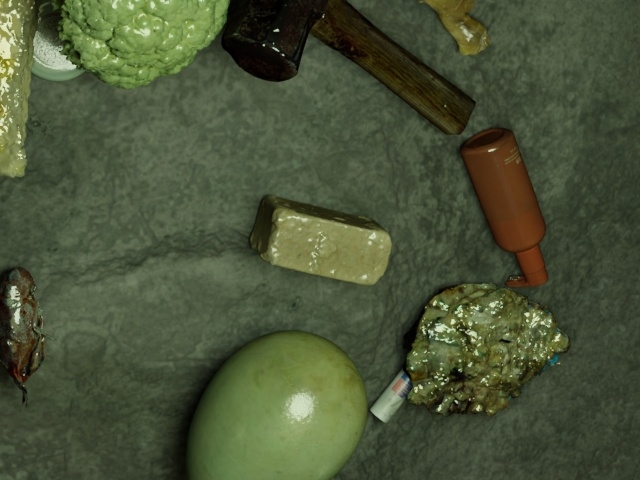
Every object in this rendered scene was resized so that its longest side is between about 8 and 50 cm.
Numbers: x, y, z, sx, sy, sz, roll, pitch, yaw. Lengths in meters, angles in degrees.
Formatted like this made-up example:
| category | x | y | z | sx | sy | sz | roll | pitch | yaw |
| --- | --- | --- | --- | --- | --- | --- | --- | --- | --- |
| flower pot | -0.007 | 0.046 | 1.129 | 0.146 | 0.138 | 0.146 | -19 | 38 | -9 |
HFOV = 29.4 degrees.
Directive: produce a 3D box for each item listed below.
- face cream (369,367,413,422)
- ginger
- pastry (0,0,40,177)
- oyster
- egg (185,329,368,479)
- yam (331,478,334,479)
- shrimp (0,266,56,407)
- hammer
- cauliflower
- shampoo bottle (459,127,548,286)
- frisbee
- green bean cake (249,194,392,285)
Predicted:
| category | x | y | z | sx | sy | sz | roll | pitch | yaw |
| --- | --- | --- | --- | --- | --- | --- | --- | --- | --- |
| face cream | 0.126 | 0.213 | 1.829 | 0.034 | 0.034 | 0.130 | 39 | 90 | -21 |
| ginger | 0.193 | -0.338 | 1.694 | 0.096 | 0.067 | 0.165 | -44 | 124 | -2 |
| pastry | -0.409 | -0.204 | 1.531 | 0.121 | 0.089 | 0.259 | 5 | 105 | 10 |
| oyster | 0.247 | 0.163 | 1.813 | 0.259 | 0.092 | 0.198 | -1 | 97 | -26 |
| egg | -0.069 | 0.258 | 1.688 | 0.295 | 0.218 | 0.218 | -44 | 112 | 11 |
| yam | -0.059 | 0.409 | 1.786 | 0.194 | 0.107 | 0.107 | -23 | 109 | -9 |
| shrimp | -0.403 | 0.130 | 1.636 | 0.074 | 0.073 | 0.190 | -3 | 98 | 29 |
| hammer | 0.061 | -0.254 | 1.636 | 0.408 | 0.095 | 0.243 | 33 | 63 | -36 |
| cauliflower | -0.242 | -0.329 | 1.476 | 0.275 | 0.250 | 0.272 | -55 | 156 | 16 |
| shampoo bottle | 0.278 | -0.041 | 1.785 | 0.085 | 0.085 | 0.244 | -25 | 111 | -9 |
| frisbee | -0.341 | -0.260 | 1.581 | 0.110 | 0.014 | 0.110 | -4 | 104 | -15 |
| green bean cake | 0.000 | 0.000 | 1.697 | 0.179 | 0.109 | 0.085 | 13 | 100 | -19 |
